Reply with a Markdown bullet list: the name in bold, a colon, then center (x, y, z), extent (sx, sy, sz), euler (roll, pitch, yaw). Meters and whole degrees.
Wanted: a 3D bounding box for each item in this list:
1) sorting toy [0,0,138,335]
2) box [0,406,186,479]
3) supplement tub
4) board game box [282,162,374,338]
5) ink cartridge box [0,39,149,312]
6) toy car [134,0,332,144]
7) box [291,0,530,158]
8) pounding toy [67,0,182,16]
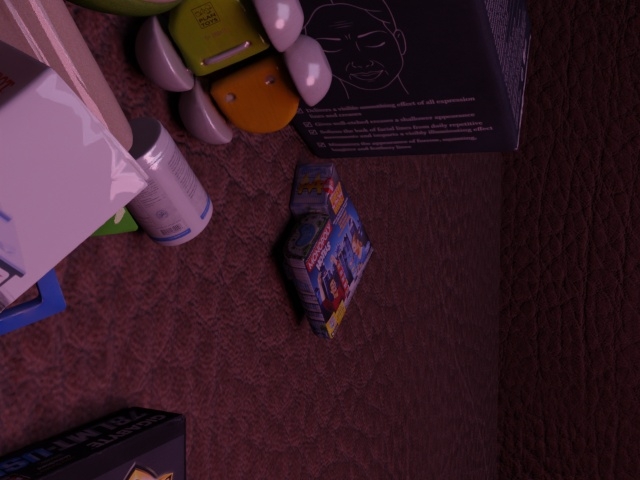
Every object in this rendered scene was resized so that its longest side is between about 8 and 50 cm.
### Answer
- **sorting toy**: center (-0.239, -0.089, 0.428), extent (0.196, 0.047, 0.347), euler (-35, 132, -16)
- **box**: center (-0.214, 0.310, 0.536), extent (0.295, 0.073, 0.293), euler (-7, 96, -64)
- **supplement tub**: center (-0.151, -0.052, 0.645), extent (0.107, 0.071, 0.071), euler (65, 36, -44)
- **board game box**: center (0.000, 0.000, 0.977), extent (0.194, 0.060, 0.194), euler (-61, 142, -44)
- **ink cartridge box**: center (-0.205, -0.012, 0.361), extent (0.190, 0.140, 0.082), euler (-45, 130, -12)
- **toy car**: center (-0.086, -0.197, 0.701), extent (0.182, 0.159, 0.136), euler (55, 19, -50)
- **box**: center (0.071, -0.292, 0.842), extent (0.395, 0.294, 0.211), euler (50, 47, -55)
- **pounding toy**: center (-0.205, -0.243, 0.520), extent (0.183, 0.110, 0.236), euler (-6, 68, -53)
